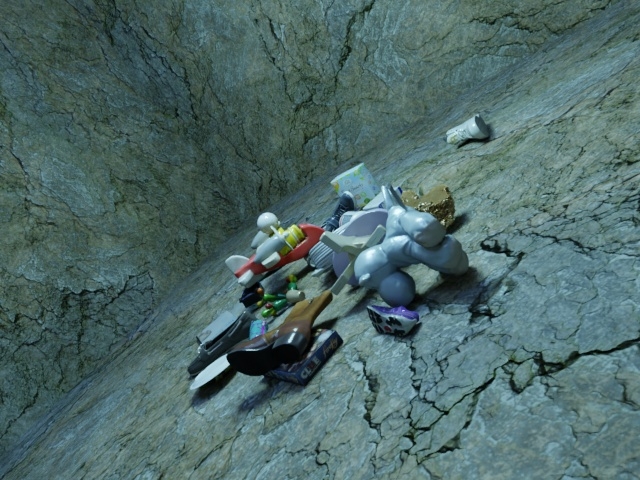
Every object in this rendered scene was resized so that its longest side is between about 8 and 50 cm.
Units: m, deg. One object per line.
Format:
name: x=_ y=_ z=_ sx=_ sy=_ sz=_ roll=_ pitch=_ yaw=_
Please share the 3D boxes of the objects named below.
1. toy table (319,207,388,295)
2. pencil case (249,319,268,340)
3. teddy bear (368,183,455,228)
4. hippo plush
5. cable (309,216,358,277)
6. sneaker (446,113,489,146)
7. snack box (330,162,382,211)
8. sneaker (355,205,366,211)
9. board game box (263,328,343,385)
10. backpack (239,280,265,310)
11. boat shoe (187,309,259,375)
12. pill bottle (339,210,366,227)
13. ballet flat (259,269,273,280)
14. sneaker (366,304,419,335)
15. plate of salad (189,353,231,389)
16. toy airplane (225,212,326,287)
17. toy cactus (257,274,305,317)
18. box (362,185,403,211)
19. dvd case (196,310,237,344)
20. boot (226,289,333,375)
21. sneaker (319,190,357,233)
toy table: x=0.124 y=0.043 z=1.483 sx=0.274 sy=0.252 sz=0.161 roll=-68 pitch=-9 yaw=23
pencil case: x=-0.206 y=0.318 z=1.679 sx=0.070 sy=0.064 sz=0.152 roll=-60 pitch=12 yaw=7
teddy bear: x=0.272 y=-0.056 z=1.606 sx=0.337 sy=0.113 sz=0.245 roll=-29 pitch=31 yaw=8
hippo plush: x=0.195 y=0.041 z=1.244 sx=0.236 sy=0.294 sz=0.234 roll=-47 pitch=1 yaw=2
cable: x=0.080 y=0.014 z=1.805 sx=0.257 sy=0.089 sz=0.257 roll=-42 pitch=-11 yaw=32
sneaker: x=0.631 y=-0.459 z=2.173 sx=0.169 sy=0.108 sz=0.292 roll=-31 pitch=5 yaw=25
snack box: x=0.173 y=-0.220 z=2.245 sx=0.174 sy=0.207 sz=0.070 roll=-23 pitch=17 yaw=43
sneaker: x=0.147 y=-0.080 z=2.186 sx=0.188 sy=0.066 sz=0.071 roll=-41 pitch=-3 yaw=-39
board game box: x=-0.063 y=0.316 z=1.391 sx=0.165 sy=0.042 sz=0.243 roll=-44 pitch=16 yaw=-29
backpack: x=-0.277 y=0.232 z=2.093 sx=0.105 sy=0.084 sz=0.114 roll=-31 pitch=19 yaw=6
boat shoe: x=-0.368 y=0.369 z=1.836 sx=0.335 sy=0.096 sz=0.112 roll=-34 pitch=14 yaw=8
pill bottle: x=0.154 y=-0.064 z=1.988 sx=0.108 sy=0.108 sz=0.180 roll=-39 pitch=14 yaw=-12
ballet flat: x=-0.263 y=0.110 z=2.420 sx=0.316 sy=0.106 sz=0.107 roll=-35 pitch=14 yaw=3
sneaker: x=0.178 y=0.190 z=1.227 sx=0.071 sy=0.068 sz=0.170 roll=-26 pitch=17 yaw=-27
plate of salad: x=-0.343 y=0.437 z=1.661 sx=0.199 sy=0.048 sz=0.200 roll=-34 pitch=3 yaw=2
toy airplane: x=-0.209 y=0.024 z=2.045 sx=0.386 sy=0.273 sz=0.384 roll=-7 pitch=17 yaw=38
toy cactus: x=-0.133 y=0.199 z=1.862 sx=0.180 sy=0.112 sz=0.219 roll=-9 pitch=20 yaw=42
box: x=0.267 y=-0.150 z=2.071 sx=0.137 sy=0.072 sz=0.126 roll=-42 pitch=15 yaw=-21
dvd case: x=-0.438 y=0.380 z=2.128 sx=0.180 sy=0.022 sz=0.253 roll=-40 pitch=15 yaw=-16
boot: x=-0.116 y=0.251 z=1.445 sx=0.264 sy=0.096 sz=0.280 roll=-29 pitch=15 yaw=30
sneaker: x=0.075 y=-0.104 z=2.221 sx=0.163 sy=0.086 sz=0.226 roll=-42 pitch=-20 yaw=-33
